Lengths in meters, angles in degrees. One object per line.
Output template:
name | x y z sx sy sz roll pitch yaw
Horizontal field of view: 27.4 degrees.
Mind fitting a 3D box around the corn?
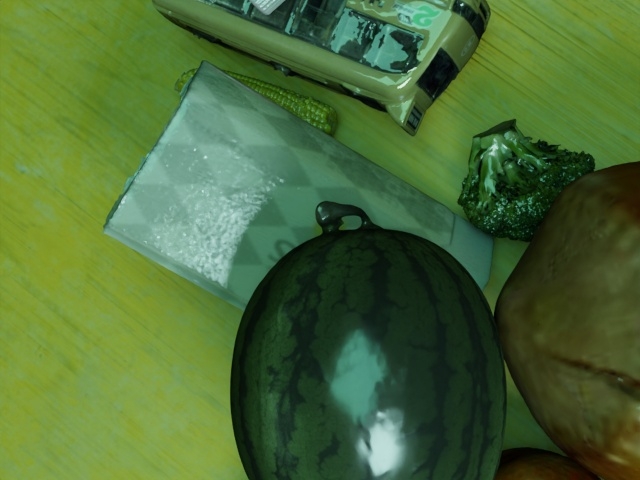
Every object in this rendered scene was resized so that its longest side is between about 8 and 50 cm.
corn | -0.078 -0.161 1.570 0.206 0.067 0.067 16 86 12

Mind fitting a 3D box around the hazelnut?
hazelnut | 0.362 0.091 1.348 0.372 0.315 0.373 2 84 -19

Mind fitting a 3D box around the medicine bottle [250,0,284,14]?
medicine bottle | -0.007 -0.331 1.394 0.203 0.083 0.083 -42 78 9

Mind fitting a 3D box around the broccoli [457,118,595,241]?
broccoli | 0.222 -0.064 1.473 0.145 0.162 0.138 -31 104 -23

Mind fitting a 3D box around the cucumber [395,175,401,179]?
cucumber | 0.000 0.000 1.536 0.241 0.074 0.074 -34 79 3

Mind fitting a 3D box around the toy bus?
toy bus | 0.002 -0.275 1.519 0.365 0.177 0.202 24 91 15

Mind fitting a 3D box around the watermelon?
watermelon | 0.047 0.141 1.308 0.278 0.279 0.360 -2 88 10

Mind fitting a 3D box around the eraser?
eraser | -0.016 -0.007 1.454 0.396 0.082 0.213 31 98 -11

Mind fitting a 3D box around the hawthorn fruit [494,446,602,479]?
hawthorn fruit | 0.251 0.347 1.389 0.260 0.224 0.224 32 90 -6
